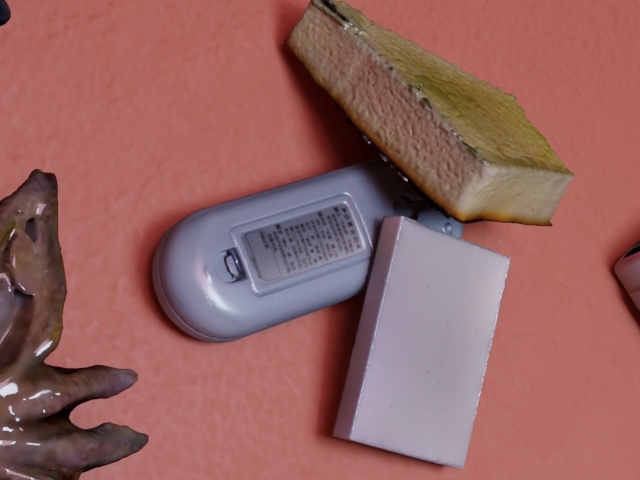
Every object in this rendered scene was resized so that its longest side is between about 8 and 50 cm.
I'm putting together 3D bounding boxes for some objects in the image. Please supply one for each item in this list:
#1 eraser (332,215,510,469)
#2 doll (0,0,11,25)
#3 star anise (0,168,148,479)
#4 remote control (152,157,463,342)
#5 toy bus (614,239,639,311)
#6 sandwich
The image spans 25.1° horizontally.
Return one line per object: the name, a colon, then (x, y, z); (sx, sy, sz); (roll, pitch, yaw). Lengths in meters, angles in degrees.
eraser: (0.069, 0.068, 0.953); (0.103, 0.023, 0.150); (20, 79, -34)
doll: (-0.250, -0.262, 0.847); (0.195, 0.153, 0.258); (23, 80, -42)
star anise: (-0.215, 0.095, 0.760); (0.350, 0.109, 0.292); (56, 48, -16)
remote control: (0.000, 0.000, 0.950); (0.244, 0.047, 0.087); (-19, 81, -36)
toy bus: (0.282, 0.048, 1.093); (0.075, 0.060, 0.123); (-33, 90, -29)
sandwich: (0.086, -0.088, 1.004); (0.162, 0.058, 0.193); (2, 40, -52)
